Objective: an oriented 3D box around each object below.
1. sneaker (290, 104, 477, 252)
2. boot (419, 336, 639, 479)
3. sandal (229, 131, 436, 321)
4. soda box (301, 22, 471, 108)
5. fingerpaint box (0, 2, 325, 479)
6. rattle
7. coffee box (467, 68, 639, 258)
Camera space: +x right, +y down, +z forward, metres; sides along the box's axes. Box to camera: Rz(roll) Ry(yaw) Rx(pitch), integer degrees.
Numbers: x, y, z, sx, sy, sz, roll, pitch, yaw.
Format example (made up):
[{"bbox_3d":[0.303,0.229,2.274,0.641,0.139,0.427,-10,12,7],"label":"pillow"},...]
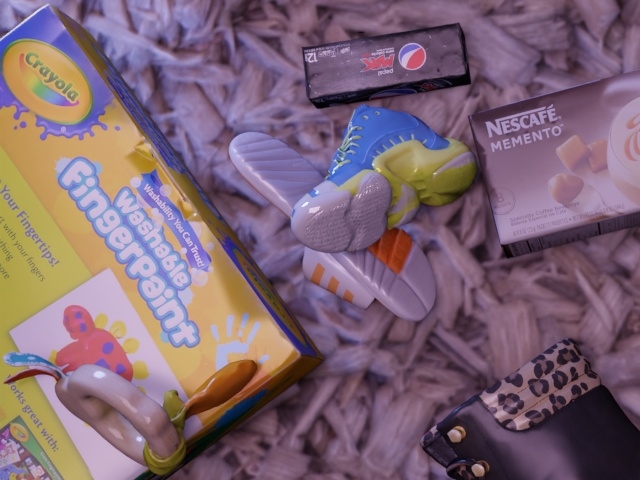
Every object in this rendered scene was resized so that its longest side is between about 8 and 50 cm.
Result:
[{"bbox_3d":[0.039,-0.066,1.834,0.126,0.240,0.091,44,132,29],"label":"sneaker"},{"bbox_3d":[0.191,0.298,1.766,0.377,0.138,0.284,-36,79,0],"label":"boot"},{"bbox_3d":[0.004,-0.005,1.869,0.265,0.102,0.076,41,128,4],"label":"sandal"},{"bbox_3d":[0.069,-0.181,1.901,0.169,0.053,0.060,-8,81,9],"label":"soda box"},{"bbox_3d":[-0.276,0.051,1.872,0.371,0.163,0.445,-38,80,4],"label":"fingerpaint box"},{"bbox_3d":[-0.187,0.121,1.733,0.200,0.130,0.143,25,78,35],"label":"rattle"},{"bbox_3d":[0.285,-0.083,1.825,0.246,0.098,0.141,-14,80,8],"label":"coffee box"}]
